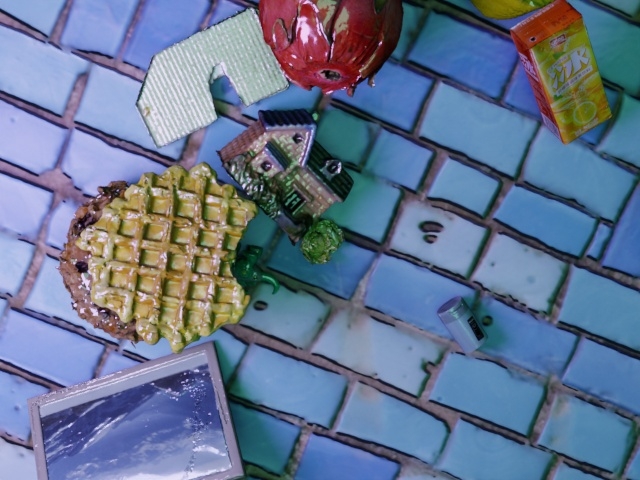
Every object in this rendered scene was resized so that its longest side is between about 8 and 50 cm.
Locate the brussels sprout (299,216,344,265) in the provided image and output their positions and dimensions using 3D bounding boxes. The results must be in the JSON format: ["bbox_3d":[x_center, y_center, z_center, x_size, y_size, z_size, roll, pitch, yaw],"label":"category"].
[{"bbox_3d":[0.000,0.000,1.708,0.085,0.058,0.085,-4,100,-24],"label":"brussels sprout"}]

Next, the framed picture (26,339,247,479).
[{"bbox_3d":[-0.306,0.323,1.692,0.335,0.022,0.247,-17,61,1],"label":"framed picture"}]

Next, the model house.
[{"bbox_3d":[-0.043,-0.120,1.641,0.172,0.166,0.183,-41,109,1],"label":"model house"}]

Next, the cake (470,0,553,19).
[{"bbox_3d":[0.274,-0.477,1.596,0.260,0.156,0.179,44,79,-12],"label":"cake"}]

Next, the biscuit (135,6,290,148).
[{"bbox_3d":[-0.184,-0.260,1.669,0.250,0.046,0.147,-27,99,2],"label":"biscuit"}]

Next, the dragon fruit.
[{"bbox_3d":[0.015,-0.352,1.568,0.241,0.252,0.241,0,134,0],"label":"dragon fruit"}]

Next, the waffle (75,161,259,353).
[{"bbox_3d":[-0.209,0.024,1.529,0.291,0.051,0.291,2,80,-9],"label":"waffle"}]

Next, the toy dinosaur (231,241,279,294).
[{"bbox_3d":[-0.130,0.057,1.717,0.132,0.059,0.096,16,106,5],"label":"toy dinosaur"}]

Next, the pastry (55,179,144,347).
[{"bbox_3d":[-0.286,0.033,1.654,0.274,0.193,0.275,-2,79,11],"label":"pastry"}]

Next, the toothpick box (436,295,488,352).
[{"bbox_3d":[0.239,0.141,1.735,0.052,0.052,0.083,-35,99,4],"label":"toothpick box"}]

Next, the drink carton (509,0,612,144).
[{"bbox_3d":[0.378,-0.260,1.610,0.096,0.071,0.223,-32,135,3],"label":"drink carton"}]
